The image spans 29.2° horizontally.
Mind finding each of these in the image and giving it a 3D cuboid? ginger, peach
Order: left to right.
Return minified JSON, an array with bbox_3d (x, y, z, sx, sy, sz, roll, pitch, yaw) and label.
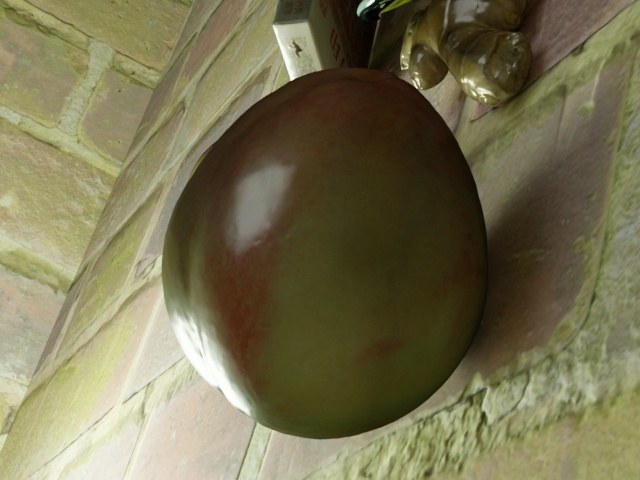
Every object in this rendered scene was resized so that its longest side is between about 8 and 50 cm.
[{"bbox_3d":[0.003,0.008,0.956,0.292,0.247,0.292,-174,90,-83],"label":"peach"},{"bbox_3d":[0.135,-0.206,1.207,0.334,0.081,0.148,-153,75,-74],"label":"ginger"}]

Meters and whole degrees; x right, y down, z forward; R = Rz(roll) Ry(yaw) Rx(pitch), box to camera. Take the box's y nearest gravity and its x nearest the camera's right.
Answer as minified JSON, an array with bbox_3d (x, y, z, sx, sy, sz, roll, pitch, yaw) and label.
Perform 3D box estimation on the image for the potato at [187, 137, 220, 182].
[{"bbox_3d":[-0.087,-0.076,1.570,0.234,0.146,0.150,-40,56,50],"label":"potato"}]

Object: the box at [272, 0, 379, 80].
[{"bbox_3d":[0.020,-0.303,1.518,0.204,0.051,0.365,71,-156,-45],"label":"box"}]

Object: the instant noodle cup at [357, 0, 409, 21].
[{"bbox_3d":[0.081,-0.369,1.217,0.215,0.236,0.215,-27,2,1],"label":"instant noodle cup"}]
